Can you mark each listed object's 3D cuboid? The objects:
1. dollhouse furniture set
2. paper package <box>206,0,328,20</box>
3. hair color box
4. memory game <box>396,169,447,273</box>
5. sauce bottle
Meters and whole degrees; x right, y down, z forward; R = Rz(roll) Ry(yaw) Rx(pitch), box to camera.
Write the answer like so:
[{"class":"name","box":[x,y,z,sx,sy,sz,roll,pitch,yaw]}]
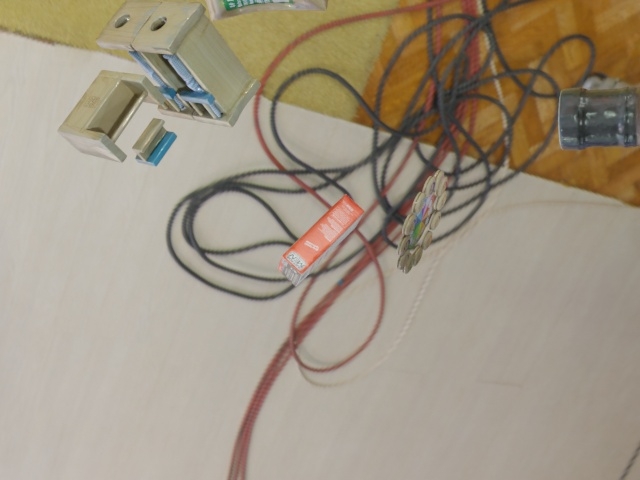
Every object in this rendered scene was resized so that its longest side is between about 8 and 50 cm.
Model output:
[{"class":"dollhouse furniture set","box":[-0.188,-0.150,0.915,0.183,0.129,0.129,-59,139,-18]},{"class":"paper package","box":[-0.084,-0.505,1.086,0.168,0.309,0.324,-1,141,11]},{"class":"hair color box","box":[0.000,0.000,1.267,0.043,0.072,0.141,43,70,6]},{"class":"memory game","box":[0.172,-0.030,1.402,0.186,0.012,0.186,-51,153,-38]},{"class":"sauce bottle","box":[0.430,-0.132,0.880,0.345,0.111,0.111,0,126,21]}]
